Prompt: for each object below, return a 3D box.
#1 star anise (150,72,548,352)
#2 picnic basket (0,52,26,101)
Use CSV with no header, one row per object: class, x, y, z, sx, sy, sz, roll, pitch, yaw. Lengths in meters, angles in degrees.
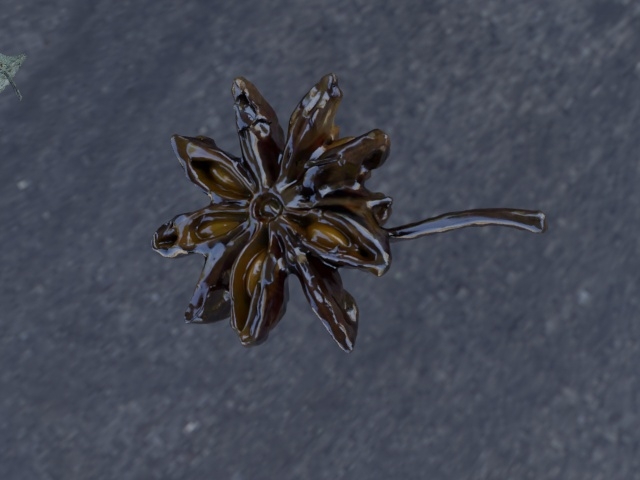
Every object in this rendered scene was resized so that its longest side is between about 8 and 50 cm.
star anise,0.001,0.001,1.071,0.234,0.073,0.177,36,100,31
picnic basket,-0.304,-0.146,1.654,0.083,0.083,0.065,55,138,9
